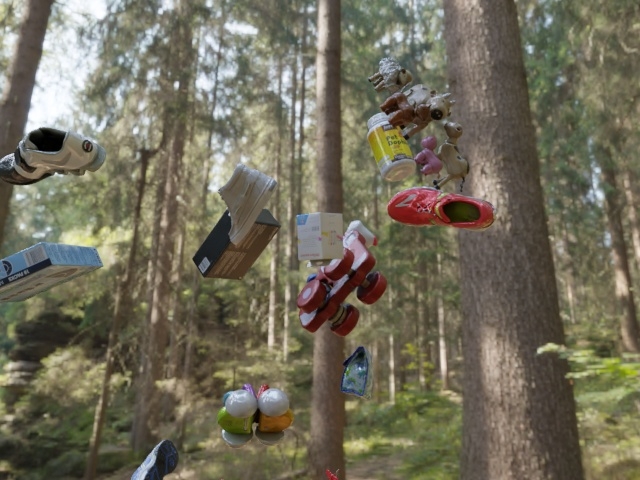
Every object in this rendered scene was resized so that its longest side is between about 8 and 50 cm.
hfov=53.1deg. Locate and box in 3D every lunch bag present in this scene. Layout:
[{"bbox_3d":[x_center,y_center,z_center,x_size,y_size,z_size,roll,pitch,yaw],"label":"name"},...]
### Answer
[{"bbox_3d":[0.121,0.411,1.996,0.096,0.151,0.129,12,-16,17],"label":"lunch bag"}]

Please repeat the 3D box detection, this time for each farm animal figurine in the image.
[{"bbox_3d":[0.302,-0.337,1.779,0.172,0.326,0.330,-32,-50,15],"label":"farm animal figurine"}]

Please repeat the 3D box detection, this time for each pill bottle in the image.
[{"bbox_3d":[0.225,-0.307,2.087,0.117,0.215,0.117,-15,-24,-7],"label":"pill bottle"}]

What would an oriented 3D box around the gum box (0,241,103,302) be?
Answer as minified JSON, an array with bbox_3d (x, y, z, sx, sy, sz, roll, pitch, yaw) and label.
[{"bbox_3d":[-0.457,0.053,1.016,0.157,0.041,0.184,-24,-5,3],"label":"gum box"}]

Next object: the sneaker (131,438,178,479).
[{"bbox_3d":[-0.420,0.569,1.586,0.081,0.080,0.211,-27,8,17],"label":"sneaker"}]

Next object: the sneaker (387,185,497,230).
[{"bbox_3d":[0.295,-0.083,1.593,0.279,0.107,0.118,4,2,22],"label":"sneaker"}]

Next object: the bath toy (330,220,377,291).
[{"bbox_3d":[0.120,0.055,2.331,0.129,0.348,0.151,25,-57,4],"label":"bath toy"}]

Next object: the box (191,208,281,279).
[{"bbox_3d":[-0.286,0.007,2.183,0.184,0.103,0.261,12,-58,-51],"label":"box"}]

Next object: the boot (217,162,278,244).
[{"bbox_3d":[-0.213,-0.099,1.667,0.123,0.095,0.258,32,-47,-7],"label":"boot"}]

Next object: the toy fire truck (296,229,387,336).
[{"bbox_3d":[0.045,0.125,1.912,0.169,0.302,0.254,37,10,-21],"label":"toy fire truck"}]

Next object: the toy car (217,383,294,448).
[{"bbox_3d":[-0.160,0.407,1.548,0.182,0.136,0.159,0,-55,-13],"label":"toy car"}]

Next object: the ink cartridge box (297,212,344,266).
[{"bbox_3d":[0.000,0.000,1.733,0.092,0.143,0.090,-4,-3,44],"label":"ink cartridge box"}]

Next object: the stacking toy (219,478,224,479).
[{"bbox_3d":[-0.283,0.866,1.822,0.280,0.308,0.130,25,15,26],"label":"stacking toy"}]

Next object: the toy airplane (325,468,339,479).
[{"bbox_3d":[0.032,0.850,2.179,0.028,0.151,0.151,14,-23,-38],"label":"toy airplane"}]

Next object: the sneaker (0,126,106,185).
[{"bbox_3d":[-0.734,-0.235,1.662,0.331,0.122,0.146,-8,-29,20],"label":"sneaker"}]
